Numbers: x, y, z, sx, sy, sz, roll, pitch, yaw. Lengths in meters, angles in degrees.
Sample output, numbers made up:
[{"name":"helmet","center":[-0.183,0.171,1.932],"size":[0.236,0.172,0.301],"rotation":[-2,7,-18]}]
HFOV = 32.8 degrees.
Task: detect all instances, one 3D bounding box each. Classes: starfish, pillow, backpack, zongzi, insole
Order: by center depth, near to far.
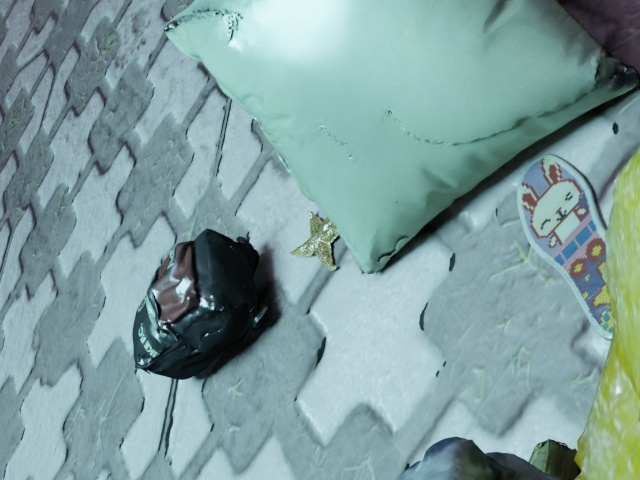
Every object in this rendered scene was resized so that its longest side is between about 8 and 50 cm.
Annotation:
[{"name":"zongzi","center":[0.142,0.179,0.735],"size":[0.083,0.040,0.076],"rotation":[133,155,-57]},{"name":"insole","center":[0.189,0.001,0.807],"size":[0.065,0.004,0.197],"rotation":[-49,35,24]},{"name":"pillow","center":[0.046,-0.157,0.901],"size":[0.312,0.310,0.119],"rotation":[-41,-4,39]},{"name":"starfish","center":[0.000,0.000,1.076],"size":[0.086,0.016,0.092],"rotation":[-48,38,29]},{"name":"backpack","center":[-0.136,0.074,1.136],"size":[0.165,0.105,0.120],"rotation":[-43,41,27]}]

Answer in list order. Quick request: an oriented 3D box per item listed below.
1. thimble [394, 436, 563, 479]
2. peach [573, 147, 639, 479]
[{"name":"thimble","center":[0.090,0.246,0.581],"size":[0.157,0.217,0.246],"rotation":[-46,51,29]},{"name":"peach","center":[0.222,0.099,0.385],"size":[0.416,0.353,0.339],"rotation":[49,144,43]}]
